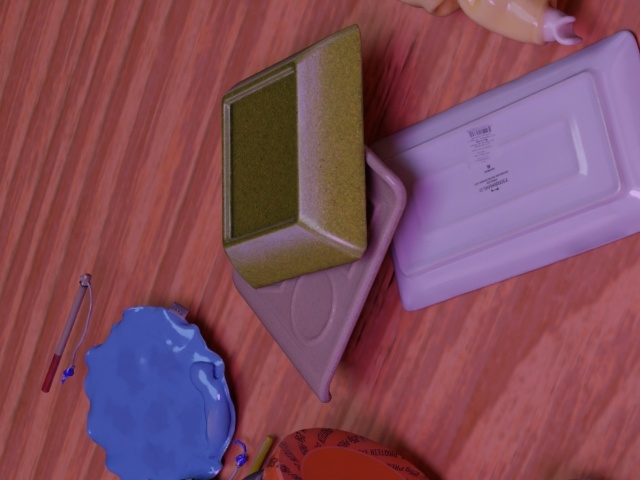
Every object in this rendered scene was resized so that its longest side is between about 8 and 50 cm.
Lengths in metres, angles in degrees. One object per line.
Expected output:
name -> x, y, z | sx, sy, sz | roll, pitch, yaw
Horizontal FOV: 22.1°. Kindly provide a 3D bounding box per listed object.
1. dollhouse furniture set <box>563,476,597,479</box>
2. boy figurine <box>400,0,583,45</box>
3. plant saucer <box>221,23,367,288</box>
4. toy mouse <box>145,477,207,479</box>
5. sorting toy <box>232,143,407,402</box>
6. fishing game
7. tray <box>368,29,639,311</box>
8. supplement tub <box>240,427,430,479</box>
dollhouse furniture set -> 0.201, 0.219, 1.054 | 0.259, 0.262, 0.135 | 145, 120, -73
boy figurine -> 0.151, -0.220, 1.191 | 0.285, 0.092, 0.177 | -18, 79, 43
plant saucer -> -0.032, -0.065, 1.331 | 0.188, 0.045, 0.188 | -17, 72, 58
toy mouse -> -0.122, 0.268, 1.474 | 0.143, 0.031, 0.161 | 45, 124, 23
sorting toy -> 0.000, 0.000, 1.352 | 0.193, 0.038, 0.208 | 49, 128, 51
fishing game -> -0.147, 0.148, 1.517 | 0.264, 0.041, 0.189 | 34, 115, 28
tray -> 0.139, -0.047, 1.246 | 0.270, 0.030, 0.145 | -22, 74, 42
supplement tub -> -0.029, 0.316, 1.298 | 0.193, 0.193, 0.316 | 45, 119, 34
